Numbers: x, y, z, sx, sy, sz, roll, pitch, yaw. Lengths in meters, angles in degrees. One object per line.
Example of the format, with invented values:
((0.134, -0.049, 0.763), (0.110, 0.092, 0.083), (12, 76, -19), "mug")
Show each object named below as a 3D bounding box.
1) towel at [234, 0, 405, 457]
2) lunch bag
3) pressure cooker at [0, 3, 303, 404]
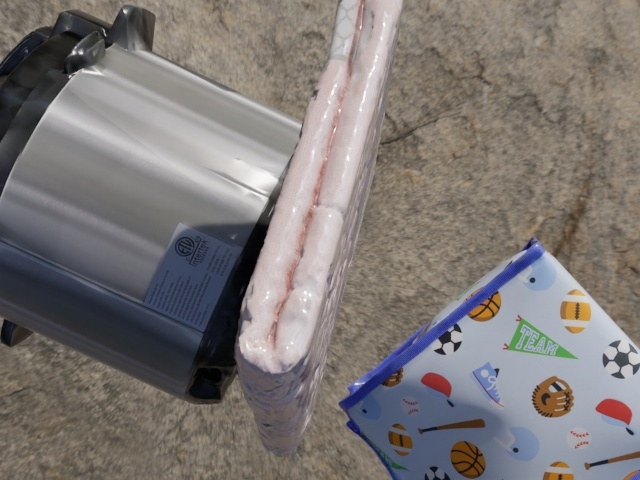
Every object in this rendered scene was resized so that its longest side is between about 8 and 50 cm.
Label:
((0.000, 0.000, 0.581), (0.053, 0.332, 0.317), (13, 66, 5), "towel")
((0.259, 0.235, 0.997), (0.385, 0.239, 0.328), (-43, 80, 12), "lunch bag")
((-0.228, -0.047, 0.845), (0.420, 0.375, 0.370), (24, 59, -1), "pressure cooker")
